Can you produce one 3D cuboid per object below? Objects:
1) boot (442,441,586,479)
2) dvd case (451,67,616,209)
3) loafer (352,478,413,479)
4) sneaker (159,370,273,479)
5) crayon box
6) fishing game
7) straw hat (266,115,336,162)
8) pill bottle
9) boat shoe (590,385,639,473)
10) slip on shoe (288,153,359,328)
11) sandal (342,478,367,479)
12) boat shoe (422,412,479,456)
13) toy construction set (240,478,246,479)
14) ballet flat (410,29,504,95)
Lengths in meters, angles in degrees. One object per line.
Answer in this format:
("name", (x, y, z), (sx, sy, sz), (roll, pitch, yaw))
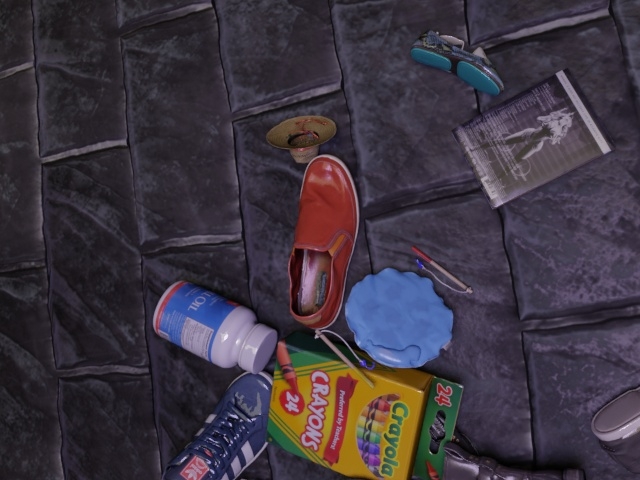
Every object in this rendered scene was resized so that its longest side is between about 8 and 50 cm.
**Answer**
("boot", (0.310, 0.456, 0.883), (0.228, 0.091, 0.263), (-4, 98, 26))
("dvd case", (0.365, -0.176, 0.955), (0.221, 0.018, 0.165), (-28, 76, 15))
("loafer", (0.125, 0.443, 0.962), (0.147, 0.056, 0.050), (7, 81, 19))
("sneaker", (-0.201, 0.402, 1.025), (0.131, 0.148, 0.350), (33, 96, 18))
("crayon box", (0.067, 0.300, 0.948), (0.318, 0.081, 0.202), (13, 103, 22))
("fishing game", (0.136, 0.133, 0.938), (0.189, 0.041, 0.264), (38, 62, 22))
("straw hat", (-0.031, -0.184, 1.058), (0.144, 0.144, 0.061), (8, 129, 19))
("pill bottle", (-0.199, 0.170, 1.057), (0.221, 0.124, 0.124), (21, 92, 18))
("boat shoe", (0.573, 0.230, 0.814), (0.335, 0.112, 0.095), (-39, 92, 17))
("slip on shoe", (0.000, 0.000, 1.018), (0.123, 0.101, 0.332), (5, 86, 20))
("sandal", (0.133, 0.460, 0.889), (0.254, 0.097, 0.054), (18, 49, 17))
("boat shoe", (0.218, 0.342, 0.949), (0.133, 0.042, 0.049), (44, 97, 15))
("toy construction set", (-0.041, 0.561, 0.957), (0.327, 0.151, 0.215), (10, 114, 27))
("ballet flat", (0.255, -0.328, 0.983), (0.188, 0.070, 0.070), (32, 96, 15))
